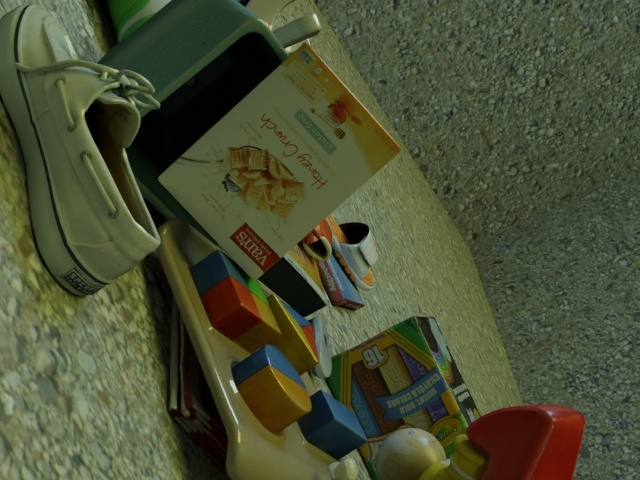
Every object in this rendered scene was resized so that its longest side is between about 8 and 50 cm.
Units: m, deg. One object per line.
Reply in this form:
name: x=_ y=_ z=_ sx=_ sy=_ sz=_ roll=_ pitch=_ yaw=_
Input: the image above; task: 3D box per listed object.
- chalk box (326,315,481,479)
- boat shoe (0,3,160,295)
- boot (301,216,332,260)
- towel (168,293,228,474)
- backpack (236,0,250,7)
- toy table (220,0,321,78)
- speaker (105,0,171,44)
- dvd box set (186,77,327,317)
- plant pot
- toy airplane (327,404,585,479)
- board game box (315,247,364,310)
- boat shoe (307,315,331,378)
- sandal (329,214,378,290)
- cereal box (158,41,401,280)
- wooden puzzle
chalk box: x=0.155 y=0.289 z=1.737 sx=0.289 sy=0.179 sz=0.180 roll=66 pitch=13 yaw=11
boat shoe: x=-0.239 y=-0.131 z=1.127 sx=0.136 sy=0.156 sz=0.367 roll=43 pitch=24 yaw=-55
boot: x=-0.023 y=-0.038 z=1.706 sx=0.158 sy=0.059 sz=0.084 roll=56 pitch=18 yaw=-33
towel: x=-0.078 y=0.220 z=1.302 sx=0.329 sy=0.037 sz=0.237 roll=53 pitch=15 yaw=-33
backpack: x=-0.195 y=-0.575 z=2.266 sx=0.158 sy=0.117 sz=0.173 roll=65 pitch=13 yaw=10
toy table: x=-0.085 y=-0.287 z=1.626 sx=0.252 sy=0.161 sz=0.274 roll=-124 pitch=-166 yaw=-74
speaker: x=-0.273 y=-0.397 z=1.596 sx=0.131 sy=0.131 sz=0.296 roll=37 pitch=28 yaw=-61
dvd box set: x=-0.123 y=-0.111 z=1.732 sx=0.307 sy=0.062 sz=0.420 roll=48 pitch=19 yaw=-44
plant pot: x=-0.157 y=-0.185 z=1.396 sx=0.247 sy=0.248 sz=0.252 roll=49 pitch=4 yaw=-43
toy airplane: x=0.143 y=0.352 z=1.248 sx=0.272 sy=0.384 sz=0.386 roll=57 pitch=-5 yaw=39
board game box: x=0.000 y=0.000 z=2.051 sx=0.281 sy=0.027 sz=0.145 roll=66 pitch=12 yaw=16
boat shoe: x=-0.009 y=0.170 z=1.650 sx=0.142 sy=0.040 sz=0.049 roll=-93 pitch=161 yaw=-60
sandal: x=0.057 y=-0.009 z=2.058 sx=0.265 sy=0.076 sz=0.102 roll=55 pitch=15 yaw=-31
cereal box: x=-0.049 y=-0.093 z=1.264 sx=0.173 sy=0.240 sz=0.047 roll=47 pitch=6 yaw=-8
wooden puzzle: x=-0.051 y=0.159 z=1.289 sx=0.322 sy=0.080 sz=0.347 roll=44 pitch=19 yaw=-51
